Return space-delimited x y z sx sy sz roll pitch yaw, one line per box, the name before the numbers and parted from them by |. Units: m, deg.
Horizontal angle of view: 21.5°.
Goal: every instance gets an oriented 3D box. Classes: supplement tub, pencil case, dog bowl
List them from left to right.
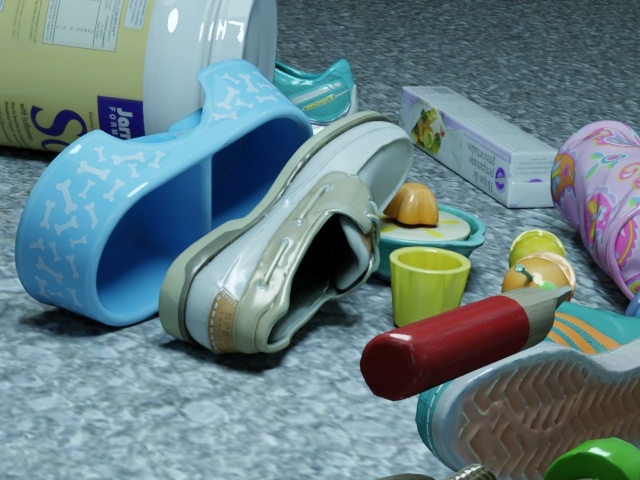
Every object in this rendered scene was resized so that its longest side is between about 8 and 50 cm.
supplement tub | -0.228 -0.207 1.845 0.331 0.241 0.241 8 18 9
dog bowl | -0.118 -0.035 1.409 0.074 0.166 0.297 31 47 30
pencil case | 0.301 -0.026 1.599 0.124 0.124 0.284 3 16 -6

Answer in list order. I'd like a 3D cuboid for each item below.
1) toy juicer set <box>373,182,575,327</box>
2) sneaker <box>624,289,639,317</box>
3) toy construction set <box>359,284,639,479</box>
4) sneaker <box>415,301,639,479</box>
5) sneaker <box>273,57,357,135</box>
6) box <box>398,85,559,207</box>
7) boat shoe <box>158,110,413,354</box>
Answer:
toy juicer set | 0.118 -0.010 1.561 0.209 0.089 0.329 -1 18 -18
sneaker | 0.292 0.072 1.347 0.144 0.053 0.059 21 14 -48
toy construction set | 0.061 0.165 0.681 0.257 0.308 0.237 23 19 26
sneaker | 0.153 0.104 1.195 0.121 0.108 0.302 20 15 41
sneaker | -0.088 -0.188 2.037 0.275 0.110 0.107 7 18 9
box | 0.178 -0.113 1.946 0.067 0.063 0.324 -3 19 -20
boat shoe | 0.000 0.000 1.402 0.103 0.113 0.302 20 47 30
